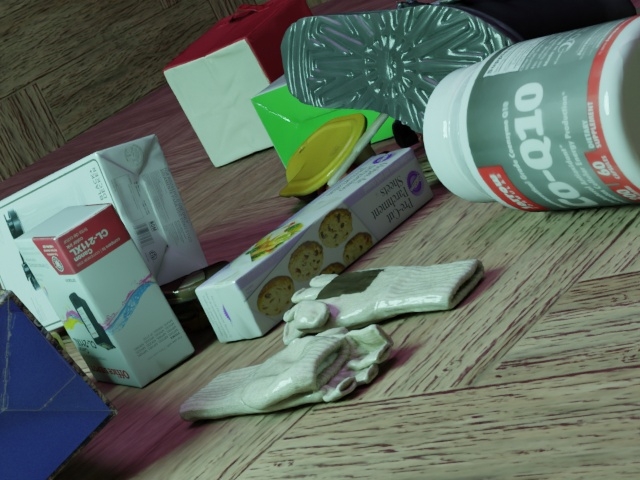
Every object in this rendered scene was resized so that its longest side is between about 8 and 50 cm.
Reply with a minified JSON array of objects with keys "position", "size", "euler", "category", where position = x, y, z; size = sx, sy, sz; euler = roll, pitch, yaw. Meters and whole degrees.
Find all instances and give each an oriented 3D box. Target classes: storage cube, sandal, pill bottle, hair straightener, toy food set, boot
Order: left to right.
[{"position":[-0.137,0.068,1.693],"size":[0.090,0.060,0.219],"euler":[-24,-3,-19],"category":"sandal"},{"position":[-0.103,-0.259,2.578],"size":[0.183,0.215,0.193],"euler":[-16,22,35],"category":"storage cube"},{"position":[0.029,-0.088,1.983],"size":[0.128,0.071,0.218],"euler":[-54,19,-14],"category":"toy food set"},{"position":[0.170,-0.178,2.091],"size":[0.230,0.047,0.089],"euler":[-35,16,-38],"category":"hair straightener"},{"position":[0.234,-0.227,1.916],"size":[0.367,0.146,0.445],"euler":[18,21,41],"category":"boot"},{"position":[0.227,-0.108,1.451],"size":[0.161,0.161,0.283],"euler":[-33,14,-29],"category":"pill bottle"}]

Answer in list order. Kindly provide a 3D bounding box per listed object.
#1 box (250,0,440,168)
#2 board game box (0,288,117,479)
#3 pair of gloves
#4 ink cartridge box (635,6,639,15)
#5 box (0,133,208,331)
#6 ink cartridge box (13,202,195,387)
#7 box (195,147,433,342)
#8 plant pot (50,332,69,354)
[{"position":[0.079,-0.225,2.286],"size":[0.262,0.127,0.231],"euler":[-15,18,41],"category":"box"},{"position":[-0.347,0.165,1.387],"size":[0.232,0.141,0.291],"euler":[-45,20,-20],"category":"board game box"},{"position":[0.006,0.079,1.394],"size":[0.204,0.042,0.240],"euler":[-12,19,45],"category":"pair of gloves"},{"position":[0.368,-0.305,2.216],"size":[0.235,0.056,0.171],"euler":[-14,16,47],"category":"ink cartridge box"},{"position":[-0.271,0.000,1.857],"size":[0.087,0.169,0.290],"euler":[-23,1,-42],"category":"box"},{"position":[-0.216,0.055,1.611],"size":[0.072,0.175,0.127],"euler":[-35,15,-25],"category":"ink cartridge box"},{"position":[0.000,0.000,1.667],"size":[0.063,0.067,0.324],"euler":[-12,18,43],"category":"box"},{"position":[-0.285,0.142,1.621],"size":[0.081,0.081,0.083],"euler":[-28,7,-10],"category":"plant pot"}]
